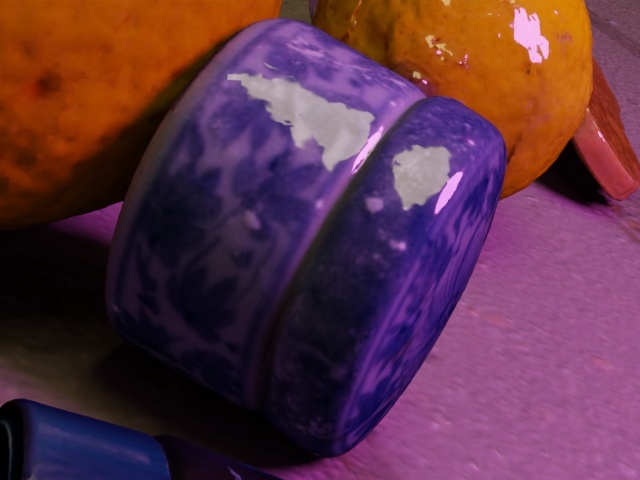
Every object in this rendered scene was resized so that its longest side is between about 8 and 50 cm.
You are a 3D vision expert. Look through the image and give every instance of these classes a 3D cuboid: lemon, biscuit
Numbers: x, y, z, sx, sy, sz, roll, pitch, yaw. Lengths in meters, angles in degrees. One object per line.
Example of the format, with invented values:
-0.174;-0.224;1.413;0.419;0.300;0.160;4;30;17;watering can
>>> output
0.075;-0.106;0.805;0.180;0.181;0.193;17;1;-16;lemon
0.195;-0.108;1.019;0.144;0.040;0.236;45;25;-22;biscuit
-0.134;-0.126;0.549;0.267;0.267;0.267;20;23;-9;lemon

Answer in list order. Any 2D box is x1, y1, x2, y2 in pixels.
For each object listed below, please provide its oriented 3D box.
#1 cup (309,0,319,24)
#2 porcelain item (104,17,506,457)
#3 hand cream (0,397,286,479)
0.062;-0.175;1.021;0.133;0.099;0.136;36;12;25;cup
0.000;0.000;0.528;0.114;0.147;0.147;29;23;13;porcelain item
0.022;0.122;0.420;0.270;0.061;0.120;23;16;-22;hand cream
